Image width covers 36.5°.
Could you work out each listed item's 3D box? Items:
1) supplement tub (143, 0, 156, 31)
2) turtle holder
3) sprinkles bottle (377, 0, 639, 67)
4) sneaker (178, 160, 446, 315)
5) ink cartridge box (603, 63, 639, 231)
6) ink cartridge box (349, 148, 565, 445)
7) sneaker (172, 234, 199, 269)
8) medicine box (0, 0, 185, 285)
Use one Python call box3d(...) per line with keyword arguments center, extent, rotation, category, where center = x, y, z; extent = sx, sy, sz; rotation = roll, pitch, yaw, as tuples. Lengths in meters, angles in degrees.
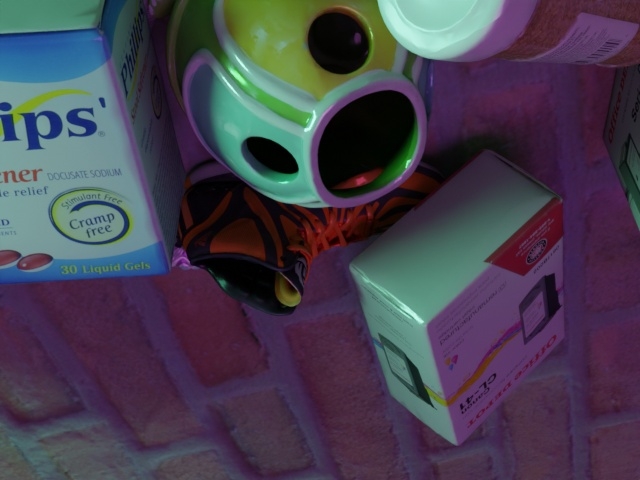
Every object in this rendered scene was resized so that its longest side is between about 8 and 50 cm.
box3d(center=(-0.185, -0.234, 0.918), extent=(0.071, 0.071, 0.107), rotation=(12, 132, -21), category="supplement tub")
box3d(center=(-0.001, -0.176, 0.864), extent=(0.243, 0.227, 0.320), rotation=(-6, 134, -29), category="turtle holder")
box3d(center=(0.195, -0.213, 0.848), extent=(0.355, 0.121, 0.121), rotation=(-10, 150, -51), category="sprinkles bottle")
box3d(center=(0.000, 0.000, 1.111), extent=(0.321, 0.180, 0.125), rotation=(-5, 136, -4), category="sneaker")
box3d(center=(0.397, -0.095, 1.014), extent=(0.114, 0.273, 0.198), rotation=(-5, 136, -1), category="ink cartridge box")
box3d(center=(0.178, 0.076, 1.172), extent=(0.226, 0.131, 0.306), rotation=(-42, 143, -15), category="ink cartridge box")
box3d(center=(-0.176, 0.002, 1.187), extent=(0.098, 0.038, 0.069), rotation=(-3, 137, -7), category="sneaker")
box3d(center=(-0.282, -0.106, 0.890), extent=(0.263, 0.149, 0.289), rotation=(-3, 137, 3), category="medicine box")
